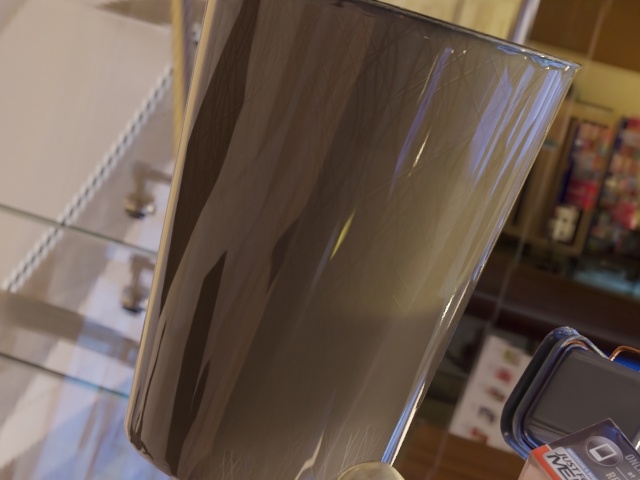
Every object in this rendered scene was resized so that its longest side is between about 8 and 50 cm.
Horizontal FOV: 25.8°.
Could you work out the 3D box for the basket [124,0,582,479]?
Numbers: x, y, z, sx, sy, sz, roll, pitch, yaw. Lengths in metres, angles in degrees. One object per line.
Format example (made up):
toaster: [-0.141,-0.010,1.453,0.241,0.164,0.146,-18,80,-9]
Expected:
basket: [0.000,0.000,0.648,0.154,0.204,0.227,10,102,-35]

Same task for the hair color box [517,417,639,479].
hair color box: [0.120,0.174,0.652,0.053,0.093,0.167,-16,139,-30]

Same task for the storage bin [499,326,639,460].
storage bin: [0.196,0.120,0.862,0.135,0.091,0.098,42,75,-35]

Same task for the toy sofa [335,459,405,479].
toy sofa: [0.103,0.230,0.367,0.177,0.362,0.150,-36,149,1]
